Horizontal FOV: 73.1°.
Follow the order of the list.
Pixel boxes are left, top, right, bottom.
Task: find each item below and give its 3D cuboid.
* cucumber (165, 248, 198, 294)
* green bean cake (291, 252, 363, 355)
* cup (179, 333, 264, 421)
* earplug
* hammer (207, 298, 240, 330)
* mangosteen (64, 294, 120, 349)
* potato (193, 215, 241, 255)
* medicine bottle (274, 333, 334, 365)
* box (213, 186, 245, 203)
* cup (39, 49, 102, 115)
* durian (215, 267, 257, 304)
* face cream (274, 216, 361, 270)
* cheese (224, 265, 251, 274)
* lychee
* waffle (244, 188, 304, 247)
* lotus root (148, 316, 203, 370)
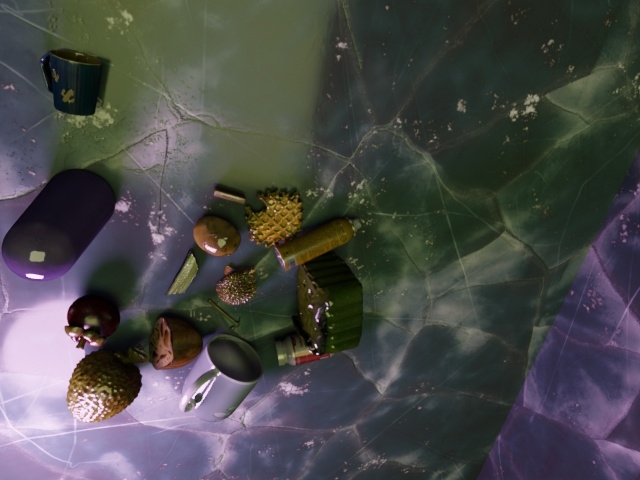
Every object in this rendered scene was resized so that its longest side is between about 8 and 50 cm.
[{"bbox_3d":[-0.513,0.125,1.648,0.070,0.046,0.220,25,109,-27],"label":"cucumber"},{"bbox_3d":[0.014,0.243,1.699,0.217,0.335,0.319,-10,116,-21],"label":"green bean cake"},{"bbox_3d":[-0.432,0.581,1.735,0.259,0.356,0.275,39,109,16],"label":"cup"},{"bbox_3d":[-0.763,-0.040,1.261,0.215,0.456,0.215,-5,118,-10],"label":"earplug"},{"bbox_3d":[-0.397,0.300,1.784,0.062,0.017,0.182,-37,119,4],"label":"hammer"},{"bbox_3d":[-0.829,0.297,1.561,0.199,0.200,0.200,-6,117,-12],"label":"mangosteen"},{"bbox_3d":[-0.374,-0.015,1.571,0.175,0.137,0.137,20,109,-21],"label":"potato"},{"bbox_3d":[-0.069,0.469,1.893,0.250,0.131,0.131,-10,118,-11],"label":"medicine bottle"},{"bbox_3d":[-0.326,-0.163,1.552,0.115,0.048,0.025,16,115,-21],"label":"box"},{"bbox_3d":[-0.730,-0.462,1.257,0.176,0.131,0.155,21,116,8],"label":"cup"},{"bbox_3d":[-0.313,0.185,1.690,0.146,0.102,0.208,36,112,-22],"label":"durian"},{"bbox_3d":[0.000,0.000,1.675,0.348,0.105,0.105,-25,120,-13],"label":"face cream"},{"bbox_3d":[-0.325,0.125,1.715,0.111,0.017,0.047,10,110,-19],"label":"cheese"},{"bbox_3d":[-0.817,0.544,1.653,0.269,0.270,0.320,12,93,-21],"label":"lychee"},{"bbox_3d":[-0.170,-0.080,1.637,0.228,0.051,0.232,-9,119,-14],"label":"waffle"},{"bbox_3d":[-0.568,0.403,1.726,0.188,0.199,0.179,-24,163,39],"label":"lotus root"}]
